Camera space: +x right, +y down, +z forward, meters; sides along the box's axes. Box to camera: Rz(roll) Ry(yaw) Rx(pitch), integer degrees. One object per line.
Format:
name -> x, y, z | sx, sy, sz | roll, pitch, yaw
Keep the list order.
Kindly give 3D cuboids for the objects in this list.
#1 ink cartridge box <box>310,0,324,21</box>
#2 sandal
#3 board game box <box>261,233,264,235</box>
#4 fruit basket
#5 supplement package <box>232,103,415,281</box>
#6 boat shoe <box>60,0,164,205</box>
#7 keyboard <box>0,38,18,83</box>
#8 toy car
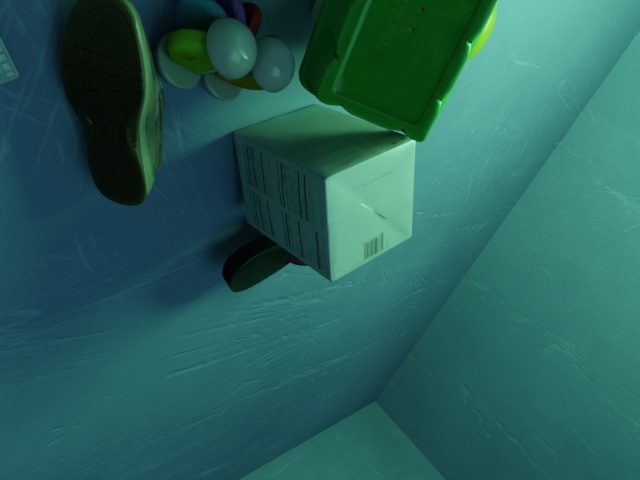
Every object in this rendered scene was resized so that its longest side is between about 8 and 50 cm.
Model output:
ink cartridge box -> 0.079, -0.407, 0.889 | 0.180, 0.060, 0.104 | -11, 135, -47
sandal -> -0.001, 0.002, 1.139 | 0.445, 0.107, 0.168 | -32, 158, -20
board game box -> -0.059, -0.059, 1.167 | 0.160, 0.047, 0.210 | -30, 148, -27
fruit basket -> 0.151, -0.360, 0.793 | 0.392, 0.282, 0.393 | -160, -90, -83
supplement package -> 0.005, -0.099, 0.930 | 0.199, 0.262, 0.198 | -27, 130, -30
boat shoe -> -0.262, -0.187, 0.693 | 0.098, 0.109, 0.303 | -75, 177, -46
keyboard -> -0.459, -0.160, 0.537 | 0.255, 0.014, 0.072 | -32, 149, -25
toy car -> -0.131, -0.277, 0.718 | 0.181, 0.159, 0.137 | 0, 93, -52
